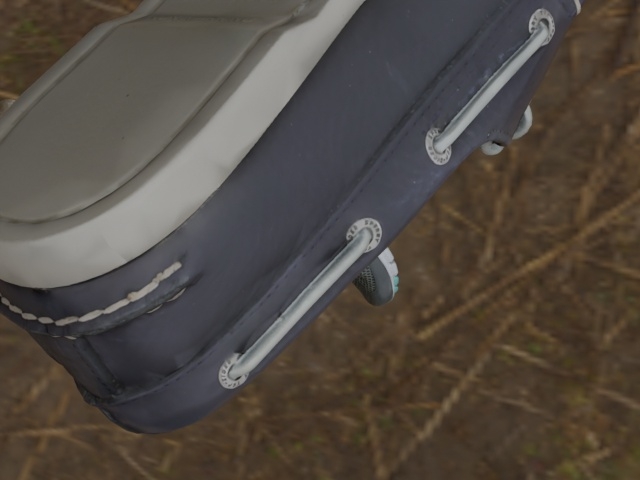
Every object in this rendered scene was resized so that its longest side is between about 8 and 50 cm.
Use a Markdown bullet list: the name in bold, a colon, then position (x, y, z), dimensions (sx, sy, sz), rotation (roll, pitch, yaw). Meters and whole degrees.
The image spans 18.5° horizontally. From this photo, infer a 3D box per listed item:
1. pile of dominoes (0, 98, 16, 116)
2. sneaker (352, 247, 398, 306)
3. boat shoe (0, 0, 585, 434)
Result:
- **pile of dominoes**: position (-0.201, -0.056, 1.304), dimensions (0.251, 0.196, 0.040), rotation (5, 82, -1)
- **sneaker**: position (0.000, 0.000, 1.583), dimensions (0.076, 0.065, 0.166), rotation (-43, 121, -14)
- **boat shoe**: position (0.012, -0.042, 0.414), dimensions (0.206, 0.075, 0.065), rotation (-44, 128, -28)
